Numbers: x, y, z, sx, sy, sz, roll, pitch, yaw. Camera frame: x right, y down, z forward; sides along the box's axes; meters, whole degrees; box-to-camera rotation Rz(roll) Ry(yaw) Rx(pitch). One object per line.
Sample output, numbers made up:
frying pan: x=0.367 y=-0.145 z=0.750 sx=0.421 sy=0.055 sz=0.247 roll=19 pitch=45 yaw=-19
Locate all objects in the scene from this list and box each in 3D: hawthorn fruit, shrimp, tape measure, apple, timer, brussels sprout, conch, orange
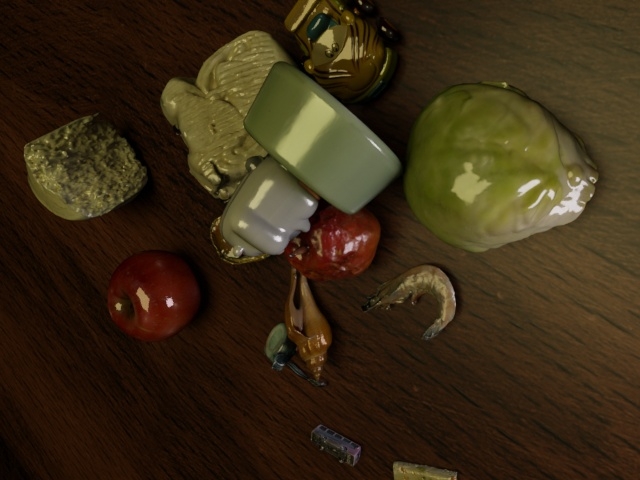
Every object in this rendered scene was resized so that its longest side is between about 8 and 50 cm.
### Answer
hawthorn fruit: x=0.000 y=0.000 z=1.009 sx=0.208 sy=0.243 sz=0.207 roll=12 pitch=112 yaw=34
shrimp: x=0.191 y=0.144 z=1.025 sx=0.219 sy=0.046 sz=0.152 roll=-27 pitch=79 yaw=33
tape measure: x=-0.052 y=0.291 z=1.214 sx=0.180 sy=0.104 sz=0.107 roll=31 pitch=88 yaw=-11
apple: x=-0.472 y=0.159 z=1.359 sx=0.261 sy=0.217 sz=0.260 roll=6 pitch=102 yaw=32
timer: x=-0.057 y=-0.102 z=0.858 sx=0.291 sy=0.291 sz=0.315 roll=43 pitch=99 yaw=21
brussels sprout: x=0.282 y=-0.117 z=0.823 sx=0.316 sy=0.243 sz=0.273 roll=44 pitch=94 yaw=14
conch: x=-0.043 y=0.175 z=1.158 sx=0.093 sy=0.109 sz=0.330 roll=130 pitch=129 yaw=-60
orange: x=-0.191 y=-0.015 z=1.213 sx=0.170 sy=0.112 sz=0.160 roll=30 pitch=102 yaw=1

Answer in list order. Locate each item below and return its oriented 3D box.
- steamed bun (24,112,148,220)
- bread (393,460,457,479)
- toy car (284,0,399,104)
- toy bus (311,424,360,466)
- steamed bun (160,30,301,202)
steamed bun: x=-0.682 y=-0.175 z=1.417 sx=0.272 sy=0.290 sz=0.273 roll=53 pitch=139 yaw=9
bread: x=0.234 y=0.540 z=1.065 sx=0.154 sy=0.028 sz=0.068 roll=-6 pitch=96 yaw=35
toy car: x=0.035 y=-0.405 z=0.985 sx=0.200 sy=0.142 sz=0.247 roll=-47 pitch=70 yaw=30
toy bus: x=0.038 y=0.503 z=1.174 sx=0.131 sy=0.052 sz=0.036 roll=16 pitch=110 yaw=33
steamed bun: x=-0.175 y=-0.254 z=1.094 sx=0.347 sy=0.237 sz=0.393 roll=13 pitch=73 yaw=12
